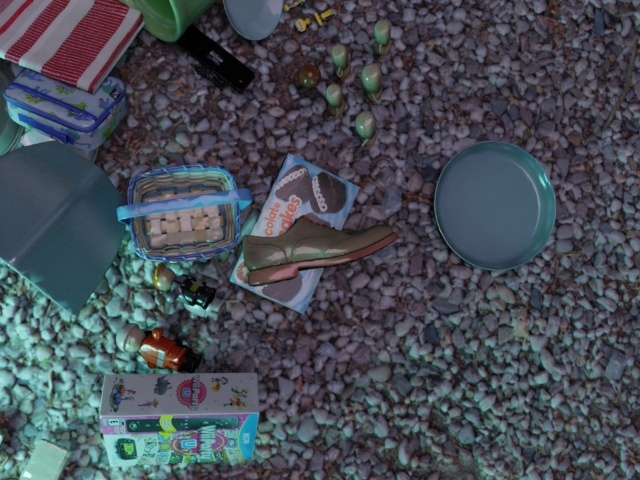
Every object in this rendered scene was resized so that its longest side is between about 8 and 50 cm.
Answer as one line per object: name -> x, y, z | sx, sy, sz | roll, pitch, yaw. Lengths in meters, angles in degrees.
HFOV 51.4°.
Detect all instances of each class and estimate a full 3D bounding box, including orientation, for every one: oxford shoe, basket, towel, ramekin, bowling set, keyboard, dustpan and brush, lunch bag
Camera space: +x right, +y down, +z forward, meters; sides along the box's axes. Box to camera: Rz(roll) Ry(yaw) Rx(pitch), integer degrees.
oxford shoe -> 0.000, 0.000, 1.449 | 0.348, 0.123, 0.130 | -14, 86, -15
basket -> -0.274, -0.058, 1.373 | 0.254, 0.289, 0.201 | -7, 83, -10
towel -> -0.571, -0.458, 1.407 | 0.328, 0.037, 0.237 | 23, 64, 3
ramekin -> -0.346, -0.589, 1.399 | 0.148, 0.303, 0.303 | -43, 95, -18
bowling set -> 0.058, -0.375, 1.552 | 0.199, 0.154, 0.287 | 13, 85, 9
keyboard -> -0.252, -0.407, 1.540 | 0.192, 0.038, 0.100 | 37, 57, -5
dustpan and brush -> -0.525, -0.237, 1.464 | 0.211, 0.060, 0.147 | -42, 104, -4
lunch bag -> -0.532, -0.290, 1.398 | 0.218, 0.090, 0.176 | 24, 54, 5

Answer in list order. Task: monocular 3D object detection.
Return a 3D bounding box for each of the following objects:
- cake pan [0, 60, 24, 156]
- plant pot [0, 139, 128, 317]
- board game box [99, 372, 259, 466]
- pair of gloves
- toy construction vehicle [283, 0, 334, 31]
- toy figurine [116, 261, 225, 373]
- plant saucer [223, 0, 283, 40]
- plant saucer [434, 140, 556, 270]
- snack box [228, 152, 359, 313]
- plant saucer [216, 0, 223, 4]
cake pan -> -0.786, -0.283, 1.413 | 0.293, 0.054, 0.294 | 1, 86, -11
plant pot -> -0.536, -0.048, 1.321 | 0.247, 0.247, 0.252 | 29, 71, 23
board game box -> -0.285, 0.371, 1.376 | 0.303, 0.224, 0.098 | 0, 49, -10
pair of gloves -> -0.660, 0.496, 1.390 | 0.240, 0.042, 0.204 | 18, 86, -7
toy construction vehicle -> -0.029, -0.546, 1.588 | 0.098, 0.035, 0.086 | -35, 104, -8
toy figurine -> -0.311, 0.167, 1.396 | 0.148, 0.213, 0.210 | 22, 79, 8
plant saucer -> -0.163, -0.558, 1.519 | 0.195, 0.037, 0.195 | -21, 117, -46
plant saucer -> 0.423, -0.084, 1.633 | 0.317, 0.043, 0.318 | 1, 86, -11
snack box -> -0.060, -0.015, 1.527 | 0.187, 0.060, 0.322 | 25, 82, -9
plant saucer -> -0.219, -0.653, 1.554 | 0.199, 0.037, 0.200 | 1, 87, -10
